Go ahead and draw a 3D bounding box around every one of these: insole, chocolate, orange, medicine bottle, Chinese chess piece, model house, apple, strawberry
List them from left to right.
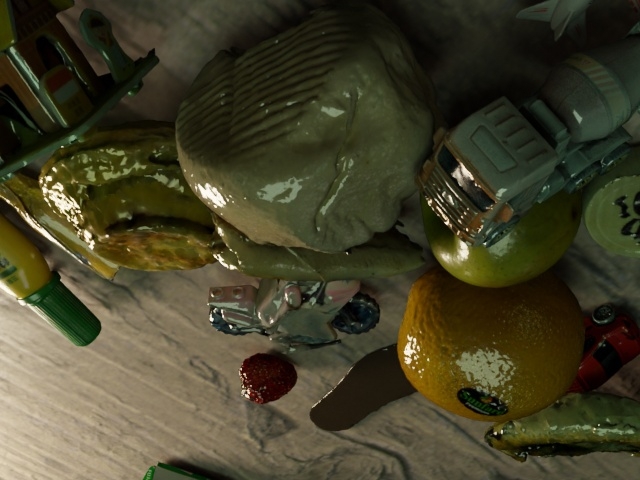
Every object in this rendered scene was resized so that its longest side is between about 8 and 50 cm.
[{"bbox_3d":[-0.416,-0.192,0.895,0.300,0.340,0.323,-20,115,29],"label":"model house"},{"bbox_3d":[-0.447,0.050,1.335,0.111,0.076,0.309,-12,131,36],"label":"medicine bottle"},{"bbox_3d":[-0.363,-0.033,1.232,0.219,0.085,0.085,34,134,-13],"label":"chocolate"},{"bbox_3d":[-0.084,0.221,1.409,0.097,0.083,0.083,-9,143,-24],"label":"strawberry"},{"bbox_3d":[0.083,0.239,1.429,0.111,0.007,0.328,32,134,-15],"label":"insole"},{"bbox_3d":[0.216,0.122,1.123,0.236,0.236,0.236,8,136,8],"label":"orange"},{"bbox_3d":[0.200,-0.044,0.983,0.157,0.196,0.196,-19,137,-15],"label":"apple"},{"bbox_3d":[0.375,-0.043,1.021,0.144,0.058,0.144,8,135,8],"label":"Chinese chess piece"}]

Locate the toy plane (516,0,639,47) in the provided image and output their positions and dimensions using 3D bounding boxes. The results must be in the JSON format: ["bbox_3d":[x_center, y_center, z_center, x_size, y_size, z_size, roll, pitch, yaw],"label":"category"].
[{"bbox_3d":[0.262,-0.257,0.828,0.162,0.065,0.171,22,134,-10],"label":"toy plane"}]

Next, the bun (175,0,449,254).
[{"bbox_3d":[-0.002,-0.102,0.927,0.282,0.281,0.205,-20,134,31],"label":"bun"}]

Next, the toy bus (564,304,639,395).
[{"bbox_3d":[0.340,0.160,1.215,0.195,0.089,0.081,-18,128,30],"label":"toy bus"}]

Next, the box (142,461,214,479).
[{"bbox_3d":[-0.285,0.568,1.696,0.180,0.250,0.103,19,152,-8],"label":"box"}]

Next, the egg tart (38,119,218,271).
[{"bbox_3d":[-0.197,-0.038,1.084,0.294,0.123,0.294,-2,156,-1],"label":"egg tart"}]

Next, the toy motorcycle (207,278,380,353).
[{"bbox_3d":[-0.043,0.063,1.219,0.239,0.108,0.204,-13,139,-6],"label":"toy motorcycle"}]

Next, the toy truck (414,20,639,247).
[{"bbox_3d":[0.219,-0.108,0.827,0.108,0.257,0.140,52,156,16],"label":"toy truck"}]

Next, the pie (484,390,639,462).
[{"bbox_3d":[0.417,0.272,1.252,0.372,0.078,0.296,-3,157,15],"label":"pie"}]

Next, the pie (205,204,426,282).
[{"bbox_3d":[0.000,0.000,1.050,0.283,0.128,0.068,-1,124,-33],"label":"pie"}]
